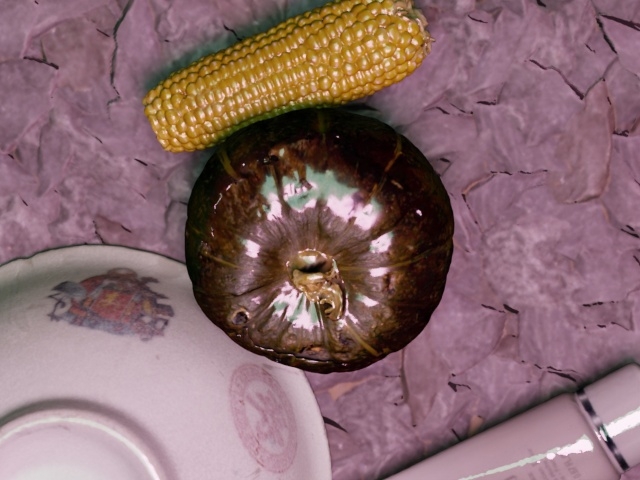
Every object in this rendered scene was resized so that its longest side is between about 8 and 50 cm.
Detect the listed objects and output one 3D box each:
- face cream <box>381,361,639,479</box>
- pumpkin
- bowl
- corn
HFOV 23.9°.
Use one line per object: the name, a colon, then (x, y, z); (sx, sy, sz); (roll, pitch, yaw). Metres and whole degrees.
face cream: (0.167, 0.219, 1.348); (0.314, 0.089, 0.143); (-31, 108, 6)
pumpkin: (0.001, 0.001, 1.285); (0.238, 0.159, 0.238); (-3, 114, -7)
bowl: (-0.204, 0.221, 1.289); (0.435, 0.196, 0.434); (0, 90, 1)
corn: (-0.028, -0.148, 1.327); (0.260, 0.091, 0.091); (-21, 126, 6)
